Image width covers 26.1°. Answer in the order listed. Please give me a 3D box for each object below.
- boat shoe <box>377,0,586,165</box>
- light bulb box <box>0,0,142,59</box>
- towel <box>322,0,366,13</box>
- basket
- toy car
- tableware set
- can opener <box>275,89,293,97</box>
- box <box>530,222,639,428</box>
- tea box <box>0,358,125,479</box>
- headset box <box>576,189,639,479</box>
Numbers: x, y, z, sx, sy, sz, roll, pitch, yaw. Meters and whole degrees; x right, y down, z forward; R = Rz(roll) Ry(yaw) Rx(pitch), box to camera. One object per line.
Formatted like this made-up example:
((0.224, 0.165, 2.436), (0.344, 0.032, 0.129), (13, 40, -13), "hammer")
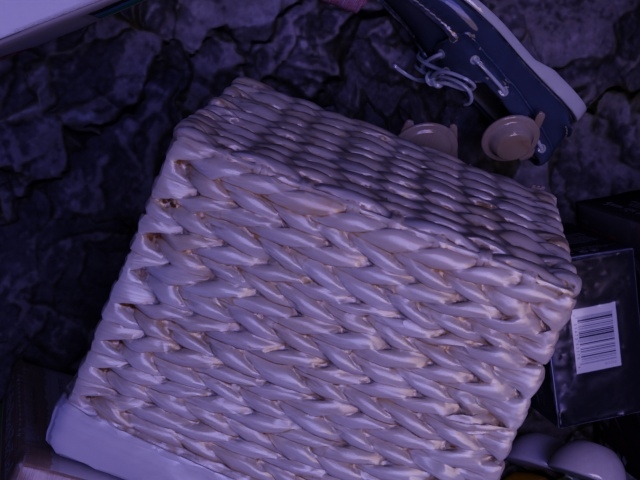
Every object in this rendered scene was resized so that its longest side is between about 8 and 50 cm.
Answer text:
((0.135, -0.164, 1.275), (0.254, 0.095, 0.079), (36, 85, -28), "boat shoe")
((-0.231, -0.348, 1.067), (0.357, 0.225, 0.361), (-23, 100, 0), "light bulb box")
((-0.081, -0.364, 1.224), (0.329, 0.037, 0.237), (16, 97, -13), "towel")
((0.003, 0.056, 1.100), (0.331, 0.328, 0.266), (21, 105, 0), "basket")
((0.241, 0.278, 1.326), (0.136, 0.182, 0.159), (26, 78, -20), "toy car")
((0.133, -0.061, 1.287), (0.168, 0.020, 0.141), (-1, 136, -10), "tableware set")
((0.000, 0.000, 1.278), (0.095, 0.076, 0.283), (-34, 103, -6), "can opener")
((0.229, 0.074, 1.298), (0.093, 0.158, 0.156), (-10, 101, -10), "box")
((-0.199, 0.309, 1.151), (0.220, 0.329, 0.324), (19, 93, -15), "tea box")
((0.338, 0.081, 1.294), (0.110, 0.218, 0.293), (-9, 102, -11), "headset box")
